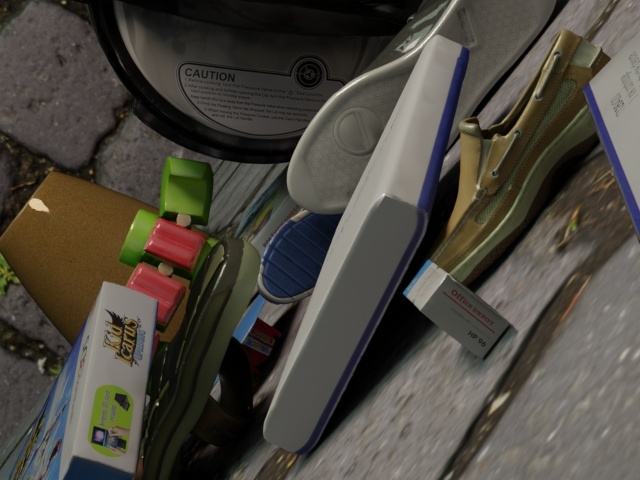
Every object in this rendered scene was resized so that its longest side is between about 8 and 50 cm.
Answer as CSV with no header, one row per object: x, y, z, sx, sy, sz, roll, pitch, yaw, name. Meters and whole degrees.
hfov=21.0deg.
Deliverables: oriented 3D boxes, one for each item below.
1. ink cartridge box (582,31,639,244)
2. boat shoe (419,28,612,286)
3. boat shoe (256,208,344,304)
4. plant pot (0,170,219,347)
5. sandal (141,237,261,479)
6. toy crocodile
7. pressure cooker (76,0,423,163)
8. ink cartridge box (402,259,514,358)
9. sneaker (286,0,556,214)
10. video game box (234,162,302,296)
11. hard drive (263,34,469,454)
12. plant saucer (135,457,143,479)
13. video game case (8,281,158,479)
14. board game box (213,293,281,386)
0.251,-0.125,0.750,0.307,0.072,0.303,-52,10,18,ink cartridge box
0.116,-0.053,1.115,0.190,0.072,0.068,-52,10,7,boat shoe
0.000,0.000,1.564,0.183,0.066,0.066,-46,-1,-33,boat shoe
-0.271,0.036,2.165,0.237,0.254,0.237,-52,9,12,plant pot
-0.088,0.122,1.415,0.303,0.086,0.120,117,161,-47,sandal
-0.190,0.072,1.907,0.105,0.115,0.340,118,175,-79,toy crocodile
-0.070,-0.275,1.795,0.370,0.375,0.420,-37,13,-2,pressure cooker
0.080,0.041,1.011,0.028,0.048,0.083,-52,8,1,ink cartridge box
0.087,-0.140,1.541,0.296,0.104,0.147,-45,8,7,sneaker
-0.033,-0.040,1.914,0.187,0.048,0.205,-47,10,22,video game box
0.040,-0.008,1.289,0.319,0.040,0.210,-69,4,-63,hard drive
-0.247,0.292,1.747,0.198,0.036,0.198,-50,9,11,plant saucer
-0.231,0.212,1.568,0.244,0.061,0.269,-89,24,-56,video game case
-0.068,0.106,1.580,0.133,0.033,0.169,-55,4,26,board game box
